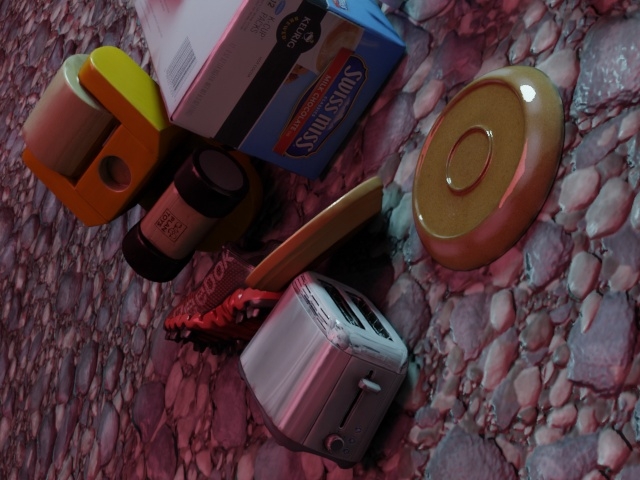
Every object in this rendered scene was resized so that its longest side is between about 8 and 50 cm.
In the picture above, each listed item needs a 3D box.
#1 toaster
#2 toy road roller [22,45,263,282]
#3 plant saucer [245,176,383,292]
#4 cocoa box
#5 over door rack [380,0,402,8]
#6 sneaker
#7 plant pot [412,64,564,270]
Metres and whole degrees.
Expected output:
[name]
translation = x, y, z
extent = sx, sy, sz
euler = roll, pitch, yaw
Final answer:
[toaster]
translation = 0.002, 0.135, 1.445
extent = 0.146, 0.129, 0.227
euler = -58, 28, 12
[toy road roller]
translation = -0.227, -0.123, 1.830
extent = 0.202, 0.329, 0.240
euler = -47, -1, 32
[plant saucer]
translation = 0.000, 0.000, 1.523
extent = 0.200, 0.037, 0.200
euler = -39, -4, -3
[cocoa box]
translation = -0.078, -0.288, 1.741
extent = 0.231, 0.228, 0.347
euler = -54, 32, 22
[over door rack]
translation = 0.082, -0.476, 1.720
extent = 0.239, 0.108, 0.324
euler = -57, 31, 20
[sneaker]
translation = -0.112, 0.070, 1.708
extent = 0.276, 0.098, 0.135
euler = -23, 53, 50
[plant pot]
translation = 0.169, -0.083, 1.397
extent = 0.236, 0.032, 0.236
euler = -37, 43, 44
